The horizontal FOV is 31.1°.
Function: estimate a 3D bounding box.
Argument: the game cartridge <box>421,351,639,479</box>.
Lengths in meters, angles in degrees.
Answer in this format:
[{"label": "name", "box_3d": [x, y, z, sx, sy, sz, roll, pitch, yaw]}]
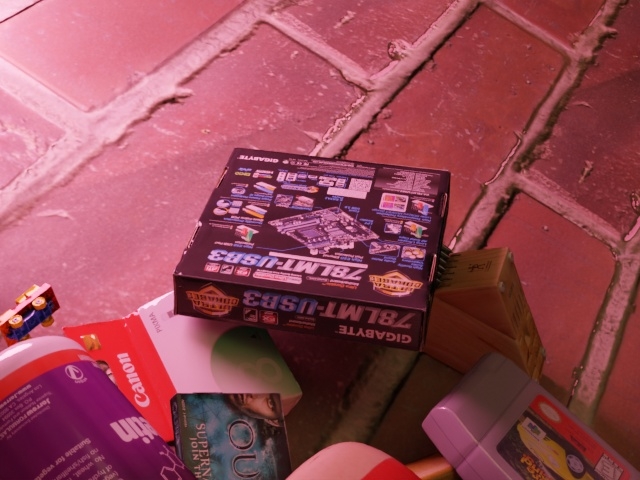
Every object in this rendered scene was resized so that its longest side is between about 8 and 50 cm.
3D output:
[{"label": "game cartridge", "box_3d": [0.258, 0.263, 1.283, 0.294, 0.060, 0.196, 41, 35, 10]}]

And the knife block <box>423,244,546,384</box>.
[{"label": "knife block", "box_3d": [0.150, 0.099, 1.533, 0.276, 0.242, 0.088, 66, 31, -27]}]

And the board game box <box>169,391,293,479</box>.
[{"label": "board game box", "box_3d": [-0.088, 0.252, 1.216, 0.126, 0.026, 0.186, 3, 62, -27]}]

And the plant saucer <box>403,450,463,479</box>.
[{"label": "plant saucer", "box_3d": [0.215, 0.350, 1.249, 0.333, 0.081, 0.333, -8, 52, -48]}]

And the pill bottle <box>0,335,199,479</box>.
[{"label": "pill bottle", "box_3d": [-0.205, 0.253, 1.063, 0.323, 0.181, 0.181, 45, 42, 18]}]

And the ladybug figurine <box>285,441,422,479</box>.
[{"label": "ladybug figurine", "box_3d": [0.011, 0.355, 0.967, 0.162, 0.305, 0.449, 9, 35, 24]}]

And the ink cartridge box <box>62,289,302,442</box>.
[{"label": "ink cartridge box", "box_3d": [-0.157, 0.137, 1.319, 0.224, 0.056, 0.181, -5, 50, -37]}]

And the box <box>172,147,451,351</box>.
[{"label": "box", "box_3d": [0.000, 0.000, 1.402, 0.295, 0.073, 0.293, 7, 37, 7]}]

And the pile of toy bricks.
[{"label": "pile of toy bricks", "box_3d": [-0.367, 0.128, 1.183, 0.105, 0.118, 0.212, 21, 48, 36]}]
